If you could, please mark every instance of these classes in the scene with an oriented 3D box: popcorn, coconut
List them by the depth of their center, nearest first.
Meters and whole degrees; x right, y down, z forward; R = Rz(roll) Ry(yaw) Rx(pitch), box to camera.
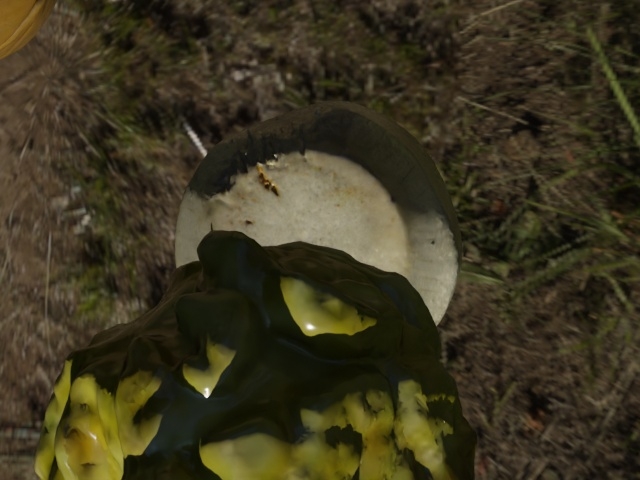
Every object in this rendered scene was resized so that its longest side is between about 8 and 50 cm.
[{"bbox_3d":[-0.022,0.103,0.574,0.216,0.181,0.235,-6,107,-39],"label":"popcorn"},{"bbox_3d":[0.000,0.000,1.049,0.244,0.247,0.245,0,93,6],"label":"coconut"}]

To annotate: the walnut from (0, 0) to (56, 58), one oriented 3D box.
[{"bbox_3d":[-0.243,-0.141,0.664,0.211,0.167,0.087,27,108,22],"label":"walnut"}]
